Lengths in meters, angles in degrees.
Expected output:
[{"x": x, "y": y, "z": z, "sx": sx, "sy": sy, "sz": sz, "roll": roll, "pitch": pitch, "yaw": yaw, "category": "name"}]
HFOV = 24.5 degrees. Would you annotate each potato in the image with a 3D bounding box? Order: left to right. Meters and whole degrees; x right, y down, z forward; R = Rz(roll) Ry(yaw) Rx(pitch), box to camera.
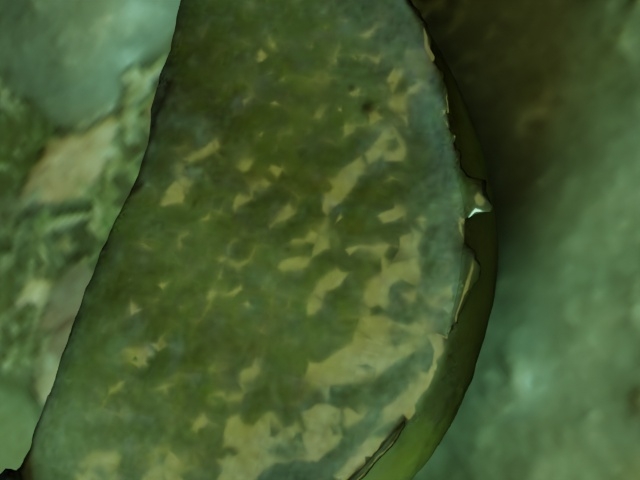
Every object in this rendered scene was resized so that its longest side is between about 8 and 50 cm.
[{"x": 0.000, "y": 0.000, "z": 0.501, "sx": 0.138, "sy": 0.098, "sz": 0.243, "roll": 14, "pitch": 84, "yaw": 22, "category": "potato"}]
